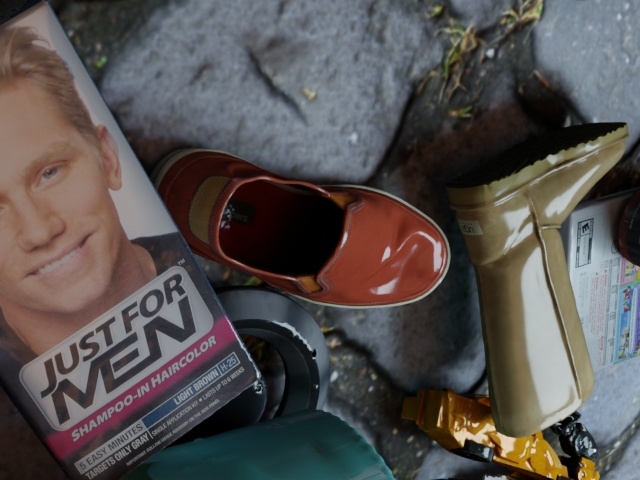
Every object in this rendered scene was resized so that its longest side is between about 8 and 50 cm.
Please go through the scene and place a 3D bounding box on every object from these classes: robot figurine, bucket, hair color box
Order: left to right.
[{"bbox_3d":[-0.205,0.007,0.929,0.174,0.105,0.347,-35,116,-15],"label":"hair color box"},{"bbox_3d":[-0.048,0.283,1.032,0.183,0.281,0.281,-16,116,-30],"label":"bucket"},{"bbox_3d":[0.201,0.266,1.342,0.291,0.085,0.211,27,70,-39],"label":"robot figurine"}]

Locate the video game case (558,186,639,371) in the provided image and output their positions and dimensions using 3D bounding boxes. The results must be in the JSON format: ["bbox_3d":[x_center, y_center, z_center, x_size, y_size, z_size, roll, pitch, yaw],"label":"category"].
[{"bbox_3d":[0.346,0.044,1.416,0.193,0.023,0.212,-14,114,-30],"label":"video game case"}]

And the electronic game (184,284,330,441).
[{"bbox_3d":[-0.093,0.146,1.130,0.229,0.048,0.229,-14,120,-26],"label":"electronic game"}]

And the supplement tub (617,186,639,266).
[{"bbox_3d":[0.422,0.007,1.313,0.106,0.198,0.106,-14,115,-31],"label":"supplement tub"}]

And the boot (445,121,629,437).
[{"bbox_3d":[0.242,0.033,1.266,0.236,0.089,0.269,-24,109,-24],"label":"boot"}]

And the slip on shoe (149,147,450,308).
[{"bbox_3d":[0.000,0.000,1.107,0.331,0.101,0.123,18,95,-40],"label":"slip on shoe"}]
